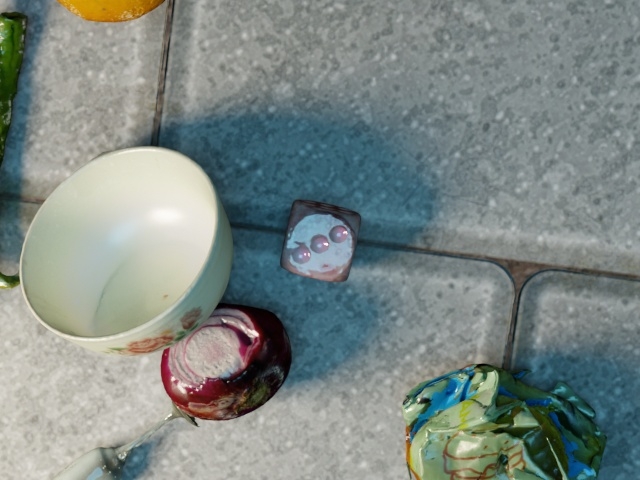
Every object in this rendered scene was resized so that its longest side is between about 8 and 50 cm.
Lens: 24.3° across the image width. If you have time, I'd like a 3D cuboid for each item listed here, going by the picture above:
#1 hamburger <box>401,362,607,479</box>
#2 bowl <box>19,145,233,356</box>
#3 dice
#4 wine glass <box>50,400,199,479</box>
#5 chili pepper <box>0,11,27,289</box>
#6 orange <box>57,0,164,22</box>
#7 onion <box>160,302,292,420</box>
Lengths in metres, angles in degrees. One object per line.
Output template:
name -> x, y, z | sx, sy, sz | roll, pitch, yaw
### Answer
hamburger -> 0.240, 0.292, 1.928 | 0.276, 0.150, 0.260 | 2, 99, 0
bowl -> -0.225, 0.031, 1.874 | 0.277, 0.145, 0.277 | -12, 55, 18
dice -> 0.000, 0.000, 1.920 | 0.093, 0.094, 0.091 | 12, 96, -2
wine glass -> -0.281, 0.294, 1.974 | 0.262, 0.074, 0.074 | -38, 95, 6
chili pepper -> -0.422, -0.118, 1.922 | 0.085, 0.076, 0.359 | -4, 101, -35
orange -> -0.265, -0.364, 1.845 | 0.193, 0.161, 0.193 | 0, 92, -1
onion -> -0.131, 0.147, 1.935 | 0.173, 0.198, 0.135 | -27, 137, -11
